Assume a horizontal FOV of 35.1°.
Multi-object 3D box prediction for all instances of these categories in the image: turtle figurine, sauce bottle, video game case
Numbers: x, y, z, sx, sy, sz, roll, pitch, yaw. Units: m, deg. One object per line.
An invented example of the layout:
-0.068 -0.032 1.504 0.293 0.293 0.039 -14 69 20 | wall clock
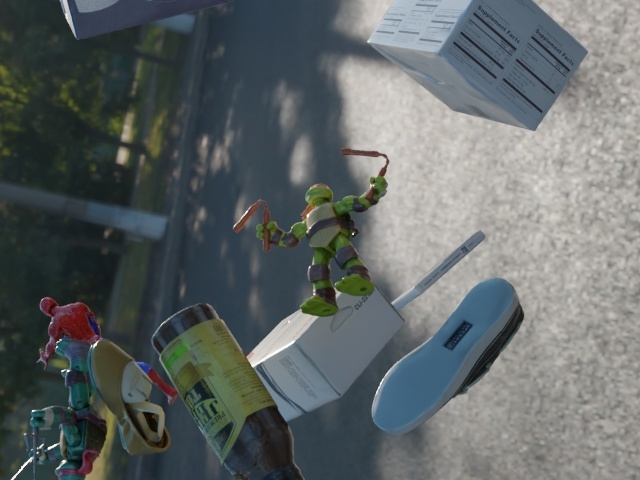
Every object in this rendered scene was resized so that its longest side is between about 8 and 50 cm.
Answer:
0.000 0.000 1.468 0.269 0.087 0.217 -23 54 19 | turtle figurine
-0.361 0.267 1.436 0.175 0.118 0.234 119 159 -45 | turtle figurine
-0.111 0.249 1.407 0.344 0.111 0.111 54 143 21 | sauce bottle
0.217 0.061 1.905 0.173 0.022 0.190 -40 -4 -18 | video game case

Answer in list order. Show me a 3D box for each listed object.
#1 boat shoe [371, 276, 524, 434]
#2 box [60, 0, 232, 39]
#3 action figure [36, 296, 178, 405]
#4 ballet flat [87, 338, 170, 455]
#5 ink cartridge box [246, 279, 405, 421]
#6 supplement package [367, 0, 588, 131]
0.151 0.141 1.133 0.219 0.070 0.077 -44 42 -10 | boat shoe
-0.275 -0.423 1.521 0.142 0.247 0.163 -128 25 -54 | box
-0.375 0.209 1.709 0.091 0.280 0.139 -41 -10 -38 | action figure
-0.265 0.225 1.450 0.232 0.073 0.080 79 -160 -44 | ballet flat
-0.018 0.186 1.649 0.197 0.114 0.273 -44 5 -38 | ink cartridge box
0.232 -0.295 1.540 0.145 0.204 0.262 -56 25 1 | supplement package
